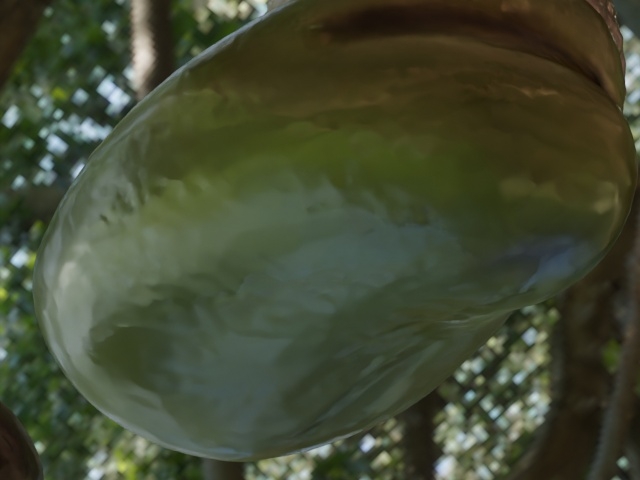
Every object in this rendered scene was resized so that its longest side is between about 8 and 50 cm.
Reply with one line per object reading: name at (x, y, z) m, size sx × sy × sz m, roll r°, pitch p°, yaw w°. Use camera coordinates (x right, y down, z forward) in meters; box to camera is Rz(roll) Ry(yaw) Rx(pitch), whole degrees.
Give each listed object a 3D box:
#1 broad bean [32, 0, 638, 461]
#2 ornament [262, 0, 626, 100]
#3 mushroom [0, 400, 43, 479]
broad bean at (0.000, 0.000, 0.730) m, size 0.189 × 0.263 × 0.121 m, roll 31°, pitch -151°, yaw -33°
ornament at (0.080, -0.123, 1.319) m, size 0.259 × 0.259 × 0.225 m, roll 24°, pitch 178°, yaw -26°
mushroom at (-0.258, 0.153, 1.316) m, size 0.188 × 0.117 × 0.141 m, roll 52°, pitch -137°, yaw -42°
